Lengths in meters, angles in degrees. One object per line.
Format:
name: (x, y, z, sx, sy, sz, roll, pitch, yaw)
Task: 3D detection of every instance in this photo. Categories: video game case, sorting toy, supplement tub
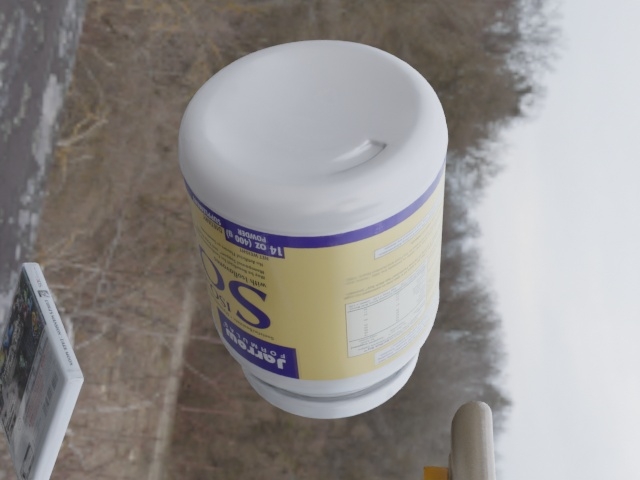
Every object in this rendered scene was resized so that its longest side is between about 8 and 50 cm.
video game case: (-0.304, 0.149, 0.992, 0.173, 0.022, 0.190, 55, -48, 39)
sorting toy: (0.070, 0.223, 0.525, 0.193, 0.038, 0.208, -70, 164, -66)
supplement tub: (0.000, 0.000, 0.929, 0.331, 0.241, 0.241, 85, 10, -46)
